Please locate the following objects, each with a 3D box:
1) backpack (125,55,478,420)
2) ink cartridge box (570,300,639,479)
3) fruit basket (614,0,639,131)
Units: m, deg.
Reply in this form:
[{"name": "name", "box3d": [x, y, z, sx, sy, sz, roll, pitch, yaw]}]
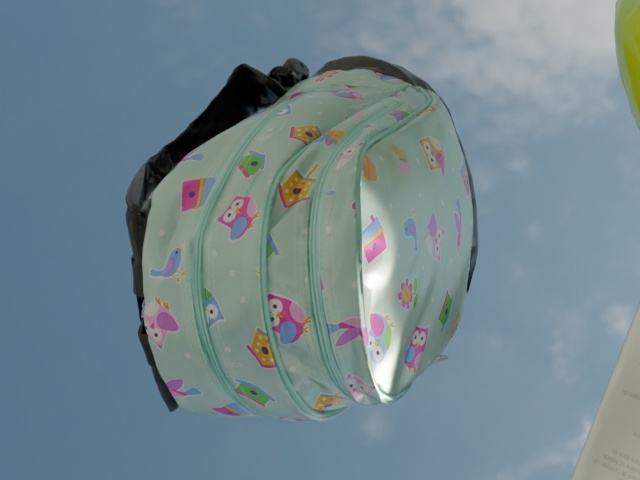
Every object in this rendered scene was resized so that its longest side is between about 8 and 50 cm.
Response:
[{"name": "backpack", "box3d": [0.000, 0.000, 0.529, 0.115, 0.152, 0.182, -9, -168, 27]}, {"name": "ink cartridge box", "box3d": [0.301, 0.203, 0.839, 0.303, 0.072, 0.307, 20, -90, 43]}, {"name": "fruit basket", "box3d": [0.185, -0.140, 0.422, 0.392, 0.392, 0.283, -26, -131, -14]}]
